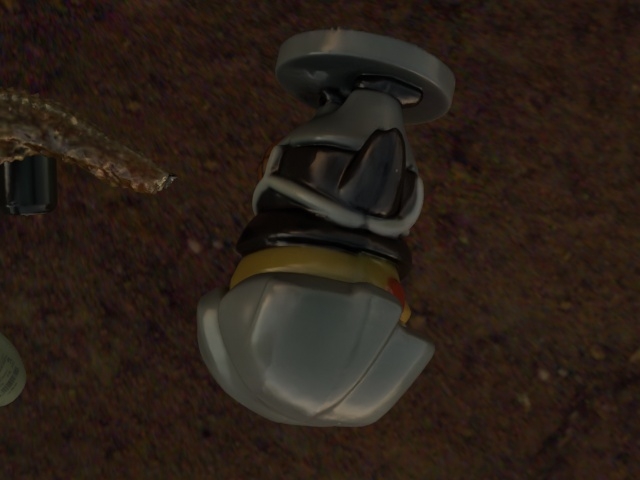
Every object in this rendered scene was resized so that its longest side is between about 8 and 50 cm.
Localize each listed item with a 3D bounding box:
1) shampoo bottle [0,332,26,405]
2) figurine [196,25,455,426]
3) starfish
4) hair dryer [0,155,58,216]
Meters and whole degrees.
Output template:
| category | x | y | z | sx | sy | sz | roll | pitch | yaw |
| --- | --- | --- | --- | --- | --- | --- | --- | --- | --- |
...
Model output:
| category | x | y | z | sx | sy | sz | roll | pitch | yaw |
| --- | --- | --- | --- | --- | --- | --- | --- | --- | --- |
| shampoo bottle | -0.337 | 0.107 | 1.184 | 0.072 | 0.049 | 0.212 | -48 | 160 | -15 |
| figurine | 0.000 | 0.000 | 0.790 | 0.133 | 0.176 | 0.236 | 17 | 74 | -20 |
| starfish | -0.375 | -0.122 | 1.022 | 0.398 | 0.132 | 0.383 | -27 | 93 | 30 |
| hair dryer | -0.349 | -0.075 | 1.188 | 0.198 | 0.057 | 0.100 | 1 | 95 | 5 |
